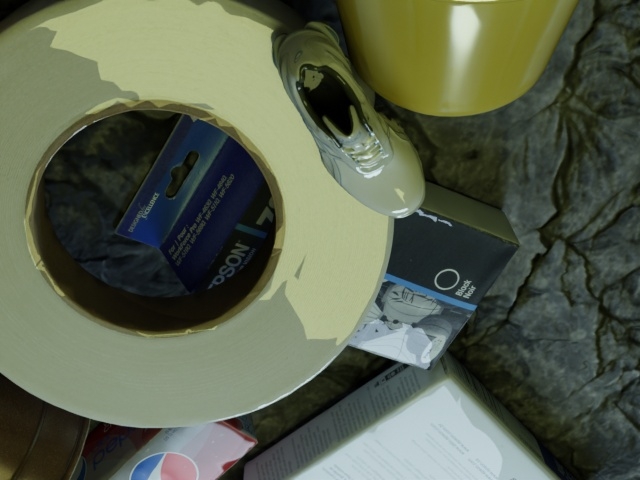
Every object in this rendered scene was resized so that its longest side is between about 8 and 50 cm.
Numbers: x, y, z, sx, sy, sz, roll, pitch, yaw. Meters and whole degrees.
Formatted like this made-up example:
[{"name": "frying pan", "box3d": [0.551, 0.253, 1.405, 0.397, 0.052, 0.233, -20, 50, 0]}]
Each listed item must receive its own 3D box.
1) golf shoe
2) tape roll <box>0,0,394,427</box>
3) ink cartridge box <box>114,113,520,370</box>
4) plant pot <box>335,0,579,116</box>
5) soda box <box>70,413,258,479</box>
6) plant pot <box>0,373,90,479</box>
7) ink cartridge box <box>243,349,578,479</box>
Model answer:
[{"name": "golf shoe", "box3d": [0.022, -0.077, 1.153, 0.069, 0.086, 0.176, -33, 112, 11]}, {"name": "tape roll", "box3d": [-0.131, -0.028, 1.256, 0.392, 0.072, 0.392, 0, 114, -1]}, {"name": "ink cartridge box", "box3d": [0.000, 0.000, 1.378, 0.332, 0.065, 0.165, 19, 119, -25]}, {"name": "plant pot", "box3d": [0.103, -0.228, 1.135, 0.254, 0.254, 0.239, -9, 141, -8]}, {"name": "soda box", "box3d": [-0.184, 0.228, 1.484, 0.263, 0.083, 0.092, -43, 124, 18]}, {"name": "plant pot", "box3d": [-0.319, 0.172, 1.368, 0.165, 0.167, 0.167, 32, 113, -24]}, {"name": "ink cartridge box", "box3d": [0.080, 0.290, 1.609, 0.330, 0.071, 0.324, -34, 127, 15]}]
